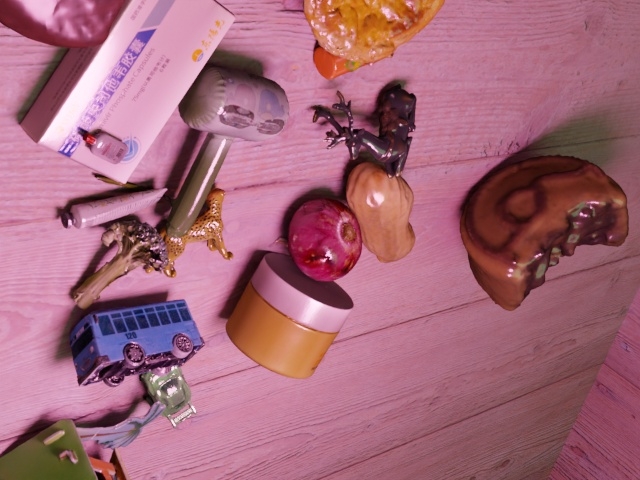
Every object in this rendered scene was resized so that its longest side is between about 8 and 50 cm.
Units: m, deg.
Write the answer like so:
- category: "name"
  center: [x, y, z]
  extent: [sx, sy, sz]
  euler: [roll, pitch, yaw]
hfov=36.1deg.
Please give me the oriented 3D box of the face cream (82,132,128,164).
- category: "face cream"
  center: [-0.346, -0.151, 1.569]
  extent: [0.040, 0.021, 0.083]
  euler: [-54, 144, 6]

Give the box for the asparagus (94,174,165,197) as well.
- category: "asparagus"
  center: [-0.337, -0.096, 1.742]
  extent: [0.013, 0.016, 0.166]
  euler: [-25, 157, 31]

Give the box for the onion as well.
- category: "onion"
  center: [0.008, -0.001, 2.066]
  extent: [0.177, 0.177, 0.153]
  euler: [-25, 175, -30]

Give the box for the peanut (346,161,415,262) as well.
- category: "peanut"
  center: [0.145, -0.062, 2.174]
  extent: [0.147, 0.147, 0.319]
  euler: [-42, 144, -12]

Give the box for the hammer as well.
- category: "hammer"
  center: [-0.200, -0.149, 1.762]
  extent: [0.206, 0.119, 0.336]
  euler: [7, 118, -48]

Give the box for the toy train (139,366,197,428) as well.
- category: "toy train"
  center: [-0.316, 0.314, 2.057]
  extent: [0.099, 0.081, 0.149]
  euler: [-32, 140, -22]

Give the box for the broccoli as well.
- category: "broccoli"
  center: [-0.368, 0.047, 1.776]
  extent: [0.204, 0.118, 0.122]
  euler: [-38, 175, 9]

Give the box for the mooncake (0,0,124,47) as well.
- category: "mooncake"
  center: [-0.345, -0.417, 1.334]
  extent: [0.326, 0.174, 0.334]
  euler: [-34, 139, -25]

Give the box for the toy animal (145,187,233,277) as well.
- category: "toy animal"
  center: [-0.255, -0.012, 1.867]
  extent: [0.181, 0.073, 0.136]
  euler: [-19, 126, -19]

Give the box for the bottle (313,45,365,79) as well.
- category: "bottle"
  center: [0.077, -0.371, 1.897]
  extent: [0.187, 0.069, 0.069]
  euler: [-29, 138, -29]

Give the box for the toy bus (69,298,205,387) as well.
- category: "toy bus"
  center: [-0.355, 0.192, 1.867]
  extent: [0.234, 0.134, 0.116]
  euler: [-6, 155, -43]

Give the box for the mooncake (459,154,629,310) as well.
- category: "mooncake"
  center: [0.547, -0.017, 2.417]
  extent: [0.246, 0.393, 0.394]
  euler: [71, 31, -48]

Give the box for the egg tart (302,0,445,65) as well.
- category: "egg tart"
  center: [0.088, -0.484, 1.761]
  extent: [0.341, 0.129, 0.341]
  euler: [-26, 137, -27]

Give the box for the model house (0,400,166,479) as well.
- category: "model house"
  center: [-0.406, 0.517, 1.951]
  extent: [0.340, 0.300, 0.323]
  euler: [-32, 155, 1]

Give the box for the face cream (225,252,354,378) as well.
- category: "face cream"
  center: [-0.066, 0.158, 2.070]
  extent: [0.218, 0.218, 0.179]
  euler: [13, 111, -50]

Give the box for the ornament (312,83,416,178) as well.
- category: "ornament"
  center: [0.090, -0.252, 1.988]
  extent: [0.236, 0.080, 0.202]
  euler: [18, 75, -36]

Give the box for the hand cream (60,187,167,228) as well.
- category: "hand cream"
  center: [-0.362, -0.059, 1.725]
  extent: [0.194, 0.042, 0.067]
  euler: [-19, 161, -38]

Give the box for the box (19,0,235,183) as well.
- category: "box"
  center: [-0.305, -0.274, 1.580]
  extent: [0.343, 0.065, 0.200]
  euler: [-55, 143, 6]
